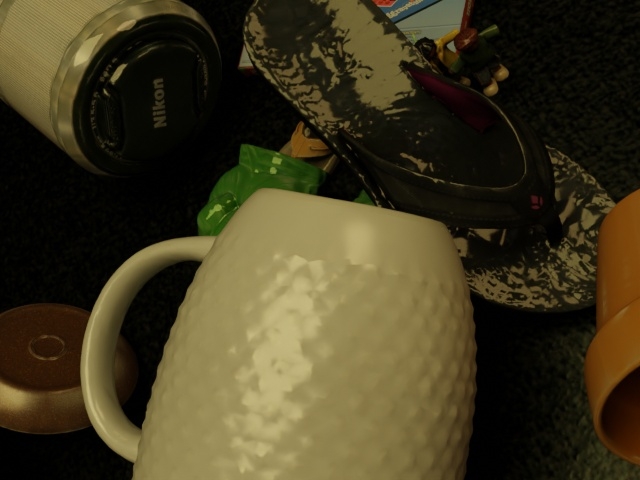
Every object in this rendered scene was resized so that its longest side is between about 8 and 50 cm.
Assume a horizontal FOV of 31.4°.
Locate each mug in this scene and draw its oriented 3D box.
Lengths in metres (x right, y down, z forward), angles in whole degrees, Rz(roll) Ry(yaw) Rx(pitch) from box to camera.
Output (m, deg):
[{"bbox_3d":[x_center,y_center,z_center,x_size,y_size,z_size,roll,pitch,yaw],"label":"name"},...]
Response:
[{"bbox_3d":[-0.048,0.122,0.992,0.374,0.276,0.328,12,90,25],"label":"mug"}]

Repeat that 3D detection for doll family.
[{"bbox_3d":[0.105,-0.153,1.173,0.076,0.111,0.193,37,90,35],"label":"doll family"}]

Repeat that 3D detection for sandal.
[{"bbox_3d":[0.005,-0.116,1.252,0.180,0.049,0.072,-40,55,10],"label":"sandal"},{"bbox_3d":[0.099,-0.091,1.059,0.446,0.107,0.167,40,83,10],"label":"sandal"}]

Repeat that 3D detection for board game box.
[{"bbox_3d":[0.042,-0.262,1.308,0.281,0.027,0.145,2,72,30],"label":"board game box"}]

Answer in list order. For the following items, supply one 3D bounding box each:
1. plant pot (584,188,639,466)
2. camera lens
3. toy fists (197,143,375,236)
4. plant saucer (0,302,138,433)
[{"bbox_3d":[0.309,0.057,0.929,0.205,0.205,0.188,-21,45,20],"label":"plant pot"},{"bbox_3d":[-0.268,-0.218,1.346,0.274,0.219,0.219,36,89,35],"label":"camera lens"},{"bbox_3d":[0.000,0.000,1.162,0.279,0.096,0.142,18,85,22],"label":"toy fists"},{"bbox_3d":[-0.298,0.128,1.246,0.198,0.199,0.036,43,137,35],"label":"plant saucer"}]
